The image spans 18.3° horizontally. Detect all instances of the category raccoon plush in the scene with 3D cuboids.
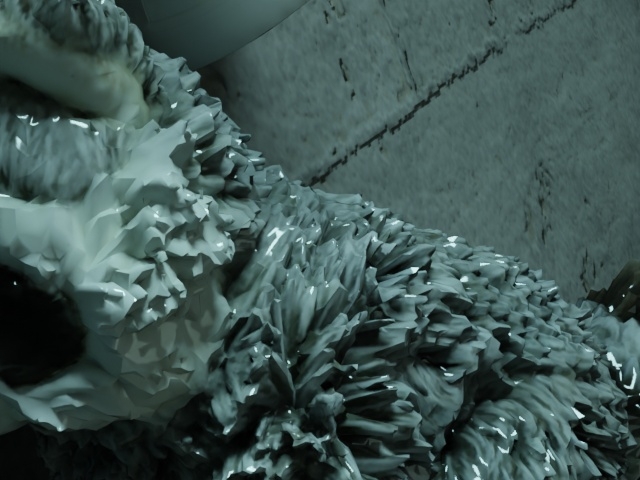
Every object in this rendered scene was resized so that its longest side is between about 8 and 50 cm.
[{"bbox_3d":[0.000,0.000,0.799,0.446,0.216,0.299,-32,103,-51],"label":"raccoon plush"}]

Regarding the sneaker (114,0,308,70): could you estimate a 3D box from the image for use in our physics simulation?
[{"bbox_3d":[-0.081,-0.186,0.851,0.169,0.108,0.292,57,3,-25],"label":"sneaker"}]
